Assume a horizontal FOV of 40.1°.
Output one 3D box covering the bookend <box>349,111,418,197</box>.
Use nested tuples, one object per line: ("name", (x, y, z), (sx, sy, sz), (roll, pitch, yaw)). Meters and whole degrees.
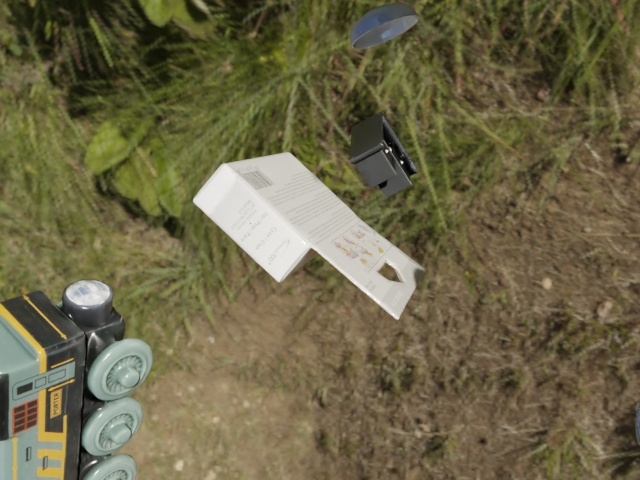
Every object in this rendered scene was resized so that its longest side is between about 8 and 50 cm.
("bookend", (0.128, -0.148, 1.731), (0.072, 0.156, 0.157), (-27, 25, 18))

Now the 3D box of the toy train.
("toy train", (-0.302, 0.198, 0.965), (0.142, 0.190, 0.334), (37, 128, 34))

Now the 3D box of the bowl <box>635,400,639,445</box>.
("bowl", (0.460, 0.206, 1.006), (0.298, 0.134, 0.298), (-63, 2, 4))

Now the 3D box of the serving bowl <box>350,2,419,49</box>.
("serving bowl", (0.070, -0.250, 1.004), (0.083, 0.083, 0.027), (-26, 85, 45))

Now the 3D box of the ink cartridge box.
("ink cartridge box", (0.000, 0.000, 1.102), (0.261, 0.296, 0.066), (42, 105, 4))
